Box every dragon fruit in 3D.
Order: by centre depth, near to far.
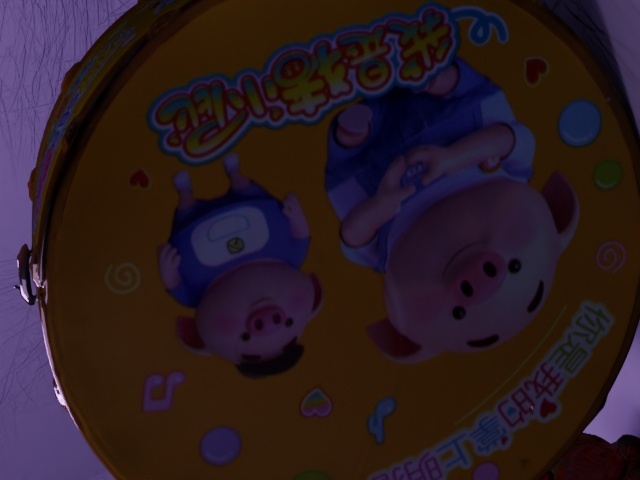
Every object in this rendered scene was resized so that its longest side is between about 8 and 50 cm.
[{"bbox_3d":[0.230,0.254,0.986,0.189,0.182,0.182,89,155,-58],"label":"dragon fruit"}]

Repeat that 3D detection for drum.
[{"bbox_3d":[0.000,0.000,0.822,0.431,0.431,0.214,68,172,-19],"label":"drum"}]
